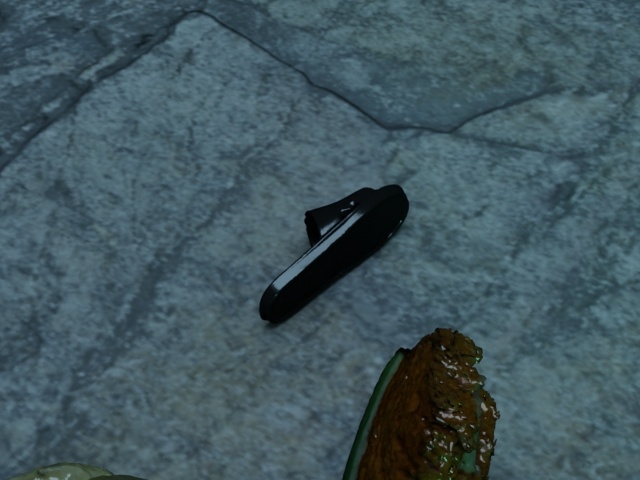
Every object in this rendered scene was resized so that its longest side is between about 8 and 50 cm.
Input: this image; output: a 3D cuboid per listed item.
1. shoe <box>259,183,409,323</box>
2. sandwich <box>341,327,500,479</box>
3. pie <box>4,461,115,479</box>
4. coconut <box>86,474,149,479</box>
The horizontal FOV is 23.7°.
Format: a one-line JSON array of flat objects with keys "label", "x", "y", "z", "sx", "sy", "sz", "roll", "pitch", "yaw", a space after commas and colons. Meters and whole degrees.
[{"label": "shoe", "x": 0.000, "y": 0.000, "z": 1.165, "sx": 0.053, "sy": 0.062, "sz": 0.159, "roll": 33, "pitch": 59, "yaw": 28}, {"label": "sandwich", "x": 0.071, "y": 0.148, "z": 0.985, "sx": 0.079, "sy": 0.159, "sz": 0.235, "roll": 25, "pitch": 23, "yaw": -8}, {"label": "pie", "x": -0.184, "y": 0.187, "z": 0.902, "sx": 0.179, "sy": 0.205, "sz": 0.084, "roll": -30, "pitch": 78, "yaw": -6}, {"label": "coconut", "x": -0.081, "y": 0.285, "z": 0.743, "sx": 0.352, "sy": 0.352, "sz": 0.352, "roll": 1, "pitch": 48, "yaw": -1}]
